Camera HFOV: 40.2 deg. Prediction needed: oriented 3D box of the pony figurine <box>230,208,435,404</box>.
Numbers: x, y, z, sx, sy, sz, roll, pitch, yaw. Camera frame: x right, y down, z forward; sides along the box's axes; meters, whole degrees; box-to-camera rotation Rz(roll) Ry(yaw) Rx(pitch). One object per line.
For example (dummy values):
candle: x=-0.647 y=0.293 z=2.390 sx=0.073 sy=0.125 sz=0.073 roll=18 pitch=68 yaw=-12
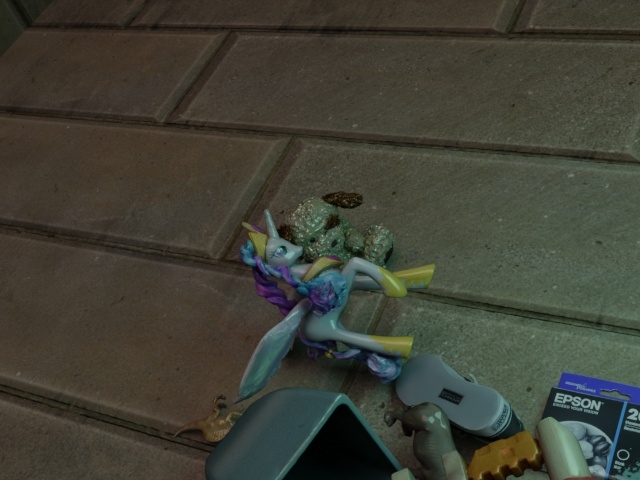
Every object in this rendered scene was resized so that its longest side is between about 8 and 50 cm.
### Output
pony figurine: x=-0.004 y=0.141 z=1.649 sx=0.364 sy=0.350 sz=0.303 roll=17 pitch=22 yaw=4

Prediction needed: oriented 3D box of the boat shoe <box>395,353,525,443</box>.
boat shoe: x=0.251 y=0.291 z=1.575 sx=0.113 sy=0.105 sz=0.306 roll=-55 pitch=28 yaw=-15

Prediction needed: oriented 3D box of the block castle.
block castle: x=0.217 y=0.471 z=1.253 sx=0.454 sy=0.303 sz=0.212 roll=-24 pitch=40 yaw=14

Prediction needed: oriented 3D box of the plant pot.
plant pot: x=-0.053 y=0.404 z=1.507 sx=0.252 sy=0.247 sz=0.247 roll=7 pitch=49 yaw=50

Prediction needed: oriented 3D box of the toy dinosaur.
toy dinosaur: x=-0.210 y=0.357 z=1.736 sx=0.183 sy=0.053 sz=0.092 roll=2 pitch=51 yaw=23

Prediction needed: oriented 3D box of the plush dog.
plush dog: x=0.000 y=0.000 z=1.863 sx=0.262 sy=0.225 sz=0.211 roll=-41 pitch=47 yaw=-17

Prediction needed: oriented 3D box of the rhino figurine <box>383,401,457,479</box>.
rhino figurine: x=0.198 y=0.387 z=1.474 sx=0.106 sy=0.073 sz=0.243 roll=-31 pitch=74 yaw=38

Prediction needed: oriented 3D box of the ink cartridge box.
ink cartridge box: x=0.488 y=0.319 z=1.500 sx=0.206 sy=0.045 sz=0.208 roll=8 pitch=51 yaw=28
